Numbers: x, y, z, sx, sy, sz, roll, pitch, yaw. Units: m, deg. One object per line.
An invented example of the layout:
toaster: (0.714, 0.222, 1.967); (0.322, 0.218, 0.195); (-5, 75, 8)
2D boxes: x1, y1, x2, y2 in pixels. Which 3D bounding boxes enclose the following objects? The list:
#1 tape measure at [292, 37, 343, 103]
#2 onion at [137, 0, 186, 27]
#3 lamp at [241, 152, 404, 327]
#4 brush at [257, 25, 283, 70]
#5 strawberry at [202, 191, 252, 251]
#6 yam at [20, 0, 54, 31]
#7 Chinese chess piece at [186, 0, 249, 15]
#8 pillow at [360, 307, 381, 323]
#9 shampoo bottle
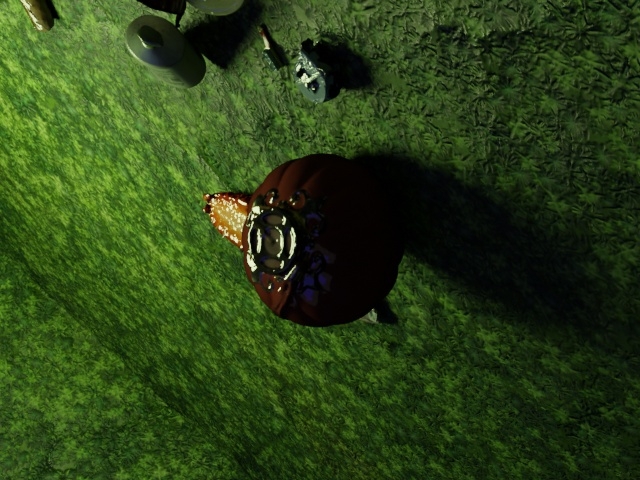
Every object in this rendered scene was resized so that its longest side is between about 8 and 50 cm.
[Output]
tape measure: (-0.002, -0.269, 1.888); (0.091, 0.054, 0.094); (43, 150, 19)
onion: (-0.341, -0.486, 1.888); (0.314, 0.146, 0.280); (33, -173, -1)
lamp: (0.000, 0.000, 2.007); (0.303, 0.257, 0.303); (1, 92, 38)
brush: (-0.090, -0.325, 1.970); (0.018, 0.021, 0.083); (11, 135, 51)
strawberry: (-0.159, -0.054, 2.364); (0.188, 0.082, 0.121); (33, 130, 42)
yam: (-0.615, -0.537, 2.372); (0.056, 0.057, 0.241); (15, 138, 44)
Chinese chess piece: (-0.168, -0.430, 1.856); (0.144, 0.058, 0.144); (13, 134, 14)
pillow: (0.028, 0.112, 2.351); (0.232, 0.038, 0.131); (5, 134, 52)
shampoo bottle: (-0.275, -0.334, 2.031); (0.118, 0.087, 0.234); (33, 180, 7)
